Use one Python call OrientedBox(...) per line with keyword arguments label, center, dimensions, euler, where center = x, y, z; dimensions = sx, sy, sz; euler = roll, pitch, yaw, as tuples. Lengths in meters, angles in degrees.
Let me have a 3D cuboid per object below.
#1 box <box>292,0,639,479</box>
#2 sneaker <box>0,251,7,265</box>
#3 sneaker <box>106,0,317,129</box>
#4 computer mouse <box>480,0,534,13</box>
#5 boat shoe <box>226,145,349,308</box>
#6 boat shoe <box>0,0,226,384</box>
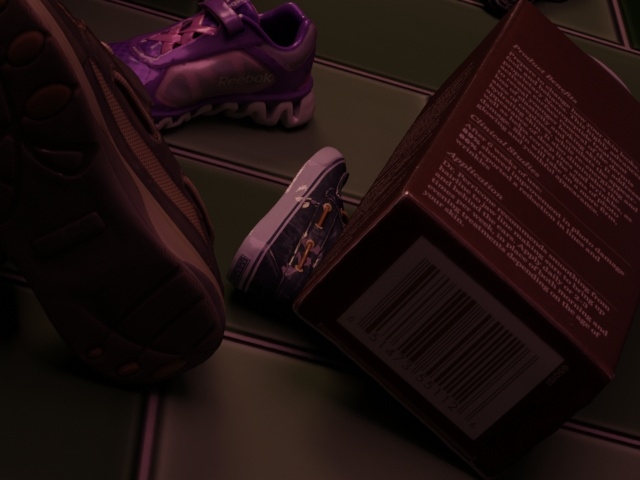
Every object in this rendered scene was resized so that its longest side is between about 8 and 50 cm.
OrientedBox(label="box", center=(0.139, -0.015, 1.375), dimensions=(0.191, 0.143, 0.381), euler=(42, 34, -4))
OrientedBox(label="sneaker", center=(-0.250, -0.042, 1.283), dimensions=(0.140, 0.125, 0.341), euler=(53, 32, -2))
OrientedBox(label="sneaker", center=(-0.098, -0.154, 1.517), dimensions=(0.236, 0.104, 0.095), euler=(-5, 42, -34))
OrientedBox(label="computer mouse", center=(0.150, -0.346, 1.978), dimensions=(0.272, 0.072, 0.188), euler=(36, 36, 22))
OrientedBox(label="boat shoe", center=(0.000, 0.000, 1.391), dimensions=(0.083, 0.065, 0.183), euler=(31, 37, 4))
OrientedBox(label="boat shoe", center=(-0.176, -0.068, 1.188), dimensions=(0.132, 0.355, 0.130), euler=(-20, 28, 14))
